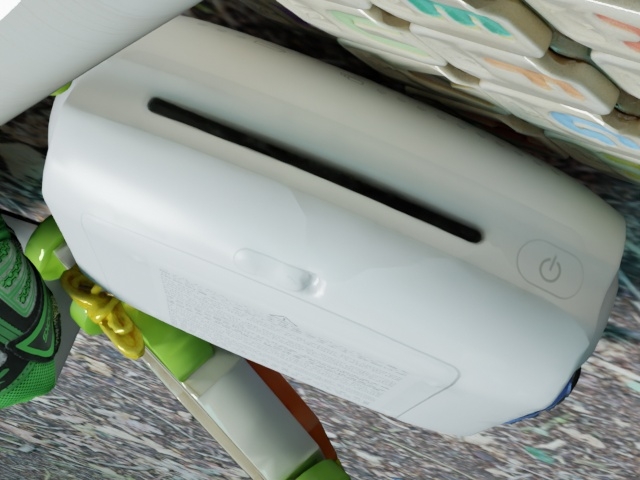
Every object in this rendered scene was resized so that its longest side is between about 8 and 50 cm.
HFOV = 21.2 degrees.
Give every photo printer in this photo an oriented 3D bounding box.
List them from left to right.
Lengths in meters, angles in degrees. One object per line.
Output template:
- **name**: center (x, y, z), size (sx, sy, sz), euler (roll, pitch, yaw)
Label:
- **photo printer**: center (0.000, 0.000, 0.802), size (0.256, 0.107, 0.307), euler (23, 170, 1)

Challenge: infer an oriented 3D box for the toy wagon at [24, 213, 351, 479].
- **toy wagon**: center (-0.081, 0.083, 1.106), size (0.267, 0.068, 0.344), euler (44, 170, 20)

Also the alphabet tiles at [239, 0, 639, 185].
- **alphabet tiles**: center (0.041, -0.074, 0.602), size (0.278, 0.021, 0.284), euler (21, 176, 34)

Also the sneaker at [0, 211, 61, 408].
- **sneaker**: center (-0.232, 0.036, 1.023), size (0.146, 0.134, 0.343), euler (65, 171, -10)

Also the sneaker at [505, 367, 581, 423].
- **sneaker**: center (0.045, 0.047, 0.995), size (0.221, 0.083, 0.087), euler (17, 159, 5)

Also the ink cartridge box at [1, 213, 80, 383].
- **ink cartridge box**: center (-0.291, 0.024, 1.281), size (0.208, 0.086, 0.153), euler (18, 162, 9)

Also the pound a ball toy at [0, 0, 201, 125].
- **pound a ball toy**: center (-0.118, -0.128, 0.431), size (0.319, 0.136, 0.208), euler (-23, 101, 41)
